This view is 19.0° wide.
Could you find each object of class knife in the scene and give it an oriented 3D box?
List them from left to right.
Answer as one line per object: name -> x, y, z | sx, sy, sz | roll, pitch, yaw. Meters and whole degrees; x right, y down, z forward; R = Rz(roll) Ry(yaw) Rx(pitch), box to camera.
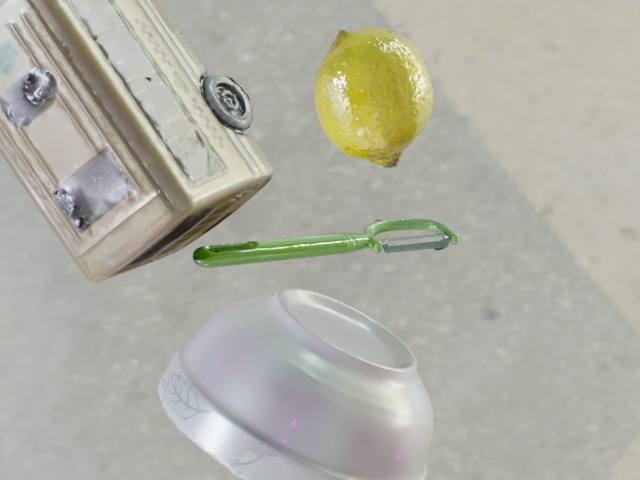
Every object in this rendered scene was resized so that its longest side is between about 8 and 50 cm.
knife -> 0.000, -0.001, 1.463 | 0.212, 0.054, 0.015 | -7, 118, -22

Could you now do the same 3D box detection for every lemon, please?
lemon -> 0.048, -0.129, 1.716 | 0.109, 0.109, 0.133 | -22, 101, -23

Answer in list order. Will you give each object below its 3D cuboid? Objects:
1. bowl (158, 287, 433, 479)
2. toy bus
bowl -> -0.005, 0.147, 1.905 | 0.287, 0.287, 0.144 | 23, 106, -19
toy bus -> -0.178, -0.121, 1.397 | 0.289, 0.139, 0.157 | 57, 30, 2
